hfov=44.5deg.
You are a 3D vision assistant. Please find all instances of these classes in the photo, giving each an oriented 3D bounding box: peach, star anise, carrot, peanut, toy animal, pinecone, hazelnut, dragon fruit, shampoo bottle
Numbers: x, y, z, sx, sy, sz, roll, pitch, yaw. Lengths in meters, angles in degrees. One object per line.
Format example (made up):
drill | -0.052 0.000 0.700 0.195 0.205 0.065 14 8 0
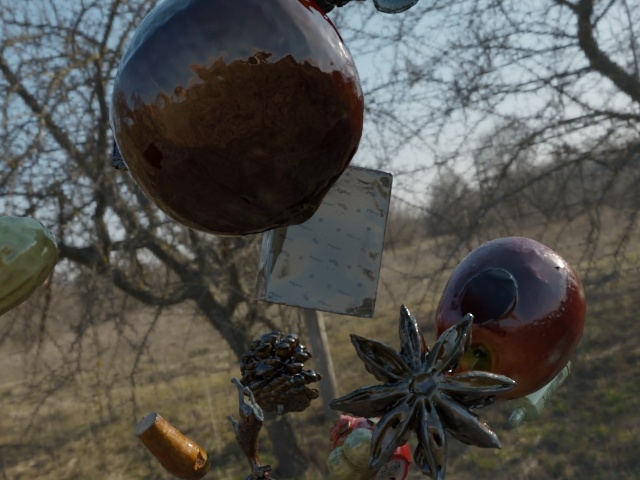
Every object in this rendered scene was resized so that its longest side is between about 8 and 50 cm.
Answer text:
peach | 0.447 0.177 1.879 0.335 0.406 0.310 25 -17 39
star anise | 0.179 0.273 1.390 0.331 0.332 0.117 -12 -29 4
carrot | -0.319 0.450 1.682 0.087 0.193 0.087 -28 35 22
peanut | 0.081 0.494 1.770 0.120 0.110 0.236 15 -32 1
toy animal | -0.168 0.482 1.869 0.087 0.243 0.260 -16 40 -13
pinecone | -0.128 0.386 2.272 0.243 0.257 0.243 -24 -39 -21
hazelnut | -0.133 -0.206 1.234 0.421 0.421 0.353 -12 -8 21
dragon fruit | 0.122 0.555 2.010 0.224 0.224 0.227 -11 14 -19
shampoo bottle | 0.564 0.394 2.048 0.085 0.085 0.262 -13 19 49
peanut | -0.525 0.071 1.147 0.305 0.147 0.147 -39 -2 1

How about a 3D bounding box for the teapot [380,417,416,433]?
teapot | 0.181 0.376 1.612 0.110 0.043 0.043 28 3 5

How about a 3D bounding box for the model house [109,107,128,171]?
model house | -0.430 -0.287 1.915 0.317 0.282 0.297 -6 -41 25

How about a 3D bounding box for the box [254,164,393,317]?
box | 0.000 0.000 1.606 0.225 0.297 0.190 10 -8 -10

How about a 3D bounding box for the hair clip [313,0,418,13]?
hair clip | 0.071 -0.486 1.401 0.310 0.194 0.206 -21 13 -27
